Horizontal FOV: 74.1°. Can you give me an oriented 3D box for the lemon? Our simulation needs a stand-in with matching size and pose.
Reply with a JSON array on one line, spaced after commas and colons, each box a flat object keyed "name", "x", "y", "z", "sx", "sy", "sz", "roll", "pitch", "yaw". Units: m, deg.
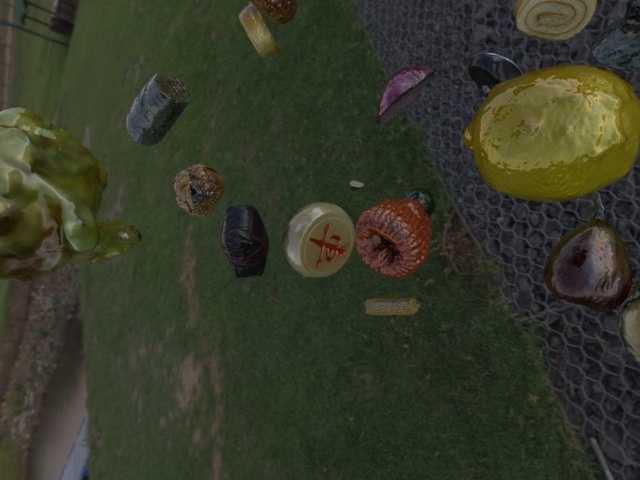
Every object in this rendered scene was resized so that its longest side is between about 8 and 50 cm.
[{"name": "lemon", "x": 0.393, "y": -0.180, "z": 0.728, "sx": 0.288, "sy": 0.233, "sz": 0.234, "roll": 5, "pitch": 83, "yaw": 23}]

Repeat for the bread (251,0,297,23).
[{"name": "bread", "x": -0.105, "y": -0.459, "z": 0.728, "sx": 0.064, "sy": 0.193, "sz": 0.193, "roll": -35, "pitch": 53, "yaw": 25}]

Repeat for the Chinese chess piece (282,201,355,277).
[{"name": "Chinese chess piece", "x": 0.000, "y": 0.000, "z": 1.374, "sx": 0.097, "sy": 0.250, "sz": 0.251, "roll": 29, "pitch": 103, "yaw": 49}]

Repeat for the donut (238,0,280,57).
[{"name": "donut", "x": -0.204, "y": -0.685, "z": 1.398, "sx": 0.074, "sy": 0.174, "sz": 0.190, "roll": -27, "pitch": 65, "yaw": 5}]

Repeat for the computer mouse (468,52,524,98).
[{"name": "computer mouse", "x": 0.564, "y": -0.497, "z": 1.319, "sx": 0.096, "sy": 0.233, "sz": 0.137, "roll": -49, "pitch": 21, "yaw": -4}]

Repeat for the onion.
[{"name": "onion", "x": 0.277, "y": -0.545, "z": 1.557, "sx": 0.111, "sy": 0.247, "sz": 0.250, "roll": 53, "pitch": 172, "yaw": 1}]

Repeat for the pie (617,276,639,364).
[{"name": "pie", "x": 0.872, "y": 0.200, "z": 0.984, "sx": 0.339, "sy": 0.077, "sz": 0.339, "roll": 27, "pitch": 124, "yaw": 50}]

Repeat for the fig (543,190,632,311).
[{"name": "fig", "x": 0.597, "y": 0.015, "z": 0.943, "sx": 0.145, "sy": 0.170, "sz": 0.274, "roll": 52, "pitch": -131, "yaw": -82}]

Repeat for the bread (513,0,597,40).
[{"name": "bread", "x": 0.491, "y": -0.492, "z": 0.888, "sx": 0.122, "sy": 0.149, "sz": 0.073, "roll": 104, "pitch": 176, "yaw": -55}]

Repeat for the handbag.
[{"name": "handbag", "x": -0.255, "y": 0.011, "z": 1.433, "sx": 0.215, "sy": 0.155, "sz": 0.169, "roll": 83, "pitch": 178, "yaw": -51}]

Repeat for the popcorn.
[{"name": "popcorn", "x": -0.497, "y": -0.071, "z": 0.692, "sx": 0.274, "sy": 0.335, "sz": 0.279, "roll": -12, "pitch": 93, "yaw": 67}]

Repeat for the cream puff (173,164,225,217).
[{"name": "cream puff", "x": -0.300, "y": -0.120, "z": 1.053, "sx": 0.104, "sy": 0.119, "sz": 0.133, "roll": 34, "pitch": 120, "yaw": 56}]

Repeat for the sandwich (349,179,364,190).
[{"name": "sandwich", "x": 0.141, "y": -0.230, "z": 1.763, "sx": 0.083, "sy": 0.044, "sz": 0.031, "roll": -11, "pitch": 56, "yaw": 60}]

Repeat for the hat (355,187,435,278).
[{"name": "hat", "x": 0.321, "y": -0.038, "z": 1.639, "sx": 0.285, "sy": 0.400, "sz": 0.285, "roll": 17, "pitch": 120, "yaw": 32}]

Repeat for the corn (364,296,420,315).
[{"name": "corn", "x": 0.261, "y": 0.240, "z": 1.543, "sx": 0.068, "sy": 0.207, "sz": 0.068, "roll": 178, "pitch": 90, "yaw": -85}]

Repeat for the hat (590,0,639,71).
[{"name": "hat", "x": 0.747, "y": -0.498, "z": 0.929, "sx": 0.265, "sy": 0.128, "sz": 0.266, "roll": -19, "pitch": 42, "yaw": 18}]

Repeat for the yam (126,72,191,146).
[{"name": "yam", "x": -0.363, "y": -0.299, "z": 0.952, "sx": 0.183, "sy": 0.107, "sz": 0.107, "roll": -25, "pitch": 61, "yaw": 43}]
